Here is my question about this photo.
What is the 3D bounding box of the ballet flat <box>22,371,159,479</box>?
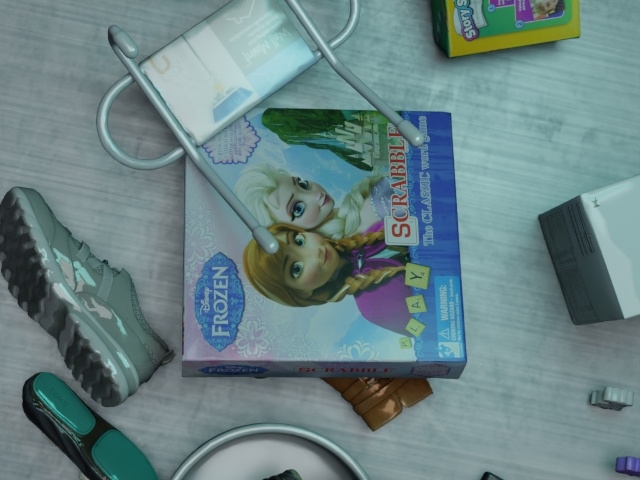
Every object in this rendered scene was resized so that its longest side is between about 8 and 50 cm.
[{"bbox_3d":[-0.268,0.236,1.682,0.203,0.074,0.074,44,83,1],"label":"ballet flat"}]

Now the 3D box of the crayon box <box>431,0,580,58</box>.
[{"bbox_3d":[0.210,-0.364,1.709,0.165,0.081,0.278,-9,116,-6],"label":"crayon box"}]

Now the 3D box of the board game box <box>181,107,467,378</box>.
[{"bbox_3d":[0.000,0.000,1.682,0.318,0.066,0.318,0,67,-5],"label":"board game box"}]

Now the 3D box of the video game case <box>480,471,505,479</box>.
[{"bbox_3d":[0.256,0.448,1.724,0.275,0.035,0.248,30,83,-1],"label":"video game case"}]

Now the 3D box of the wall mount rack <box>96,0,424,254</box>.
[{"bbox_3d":[-0.067,-0.166,1.632,0.350,0.130,0.304,-36,94,-8],"label":"wall mount rack"}]

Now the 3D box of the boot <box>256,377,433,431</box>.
[{"bbox_3d":[0.025,0.158,1.713,0.197,0.073,0.152,-27,92,-4],"label":"boot"}]

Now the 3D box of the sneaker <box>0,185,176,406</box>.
[{"bbox_3d":[-0.277,0.056,1.697,0.115,0.105,0.281,-27,82,-41],"label":"sneaker"}]

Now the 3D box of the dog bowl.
[{"bbox_3d":[-0.060,0.340,1.670,0.265,0.104,0.265,0,84,-5],"label":"dog bowl"}]

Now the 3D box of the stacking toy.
[{"bbox_3d":[0.413,0.279,1.738,0.221,0.052,0.167,14,73,-10],"label":"stacking toy"}]

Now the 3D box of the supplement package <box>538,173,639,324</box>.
[{"bbox_3d":[0.385,-0.001,1.692,0.194,0.203,0.149,-18,86,-6],"label":"supplement package"}]

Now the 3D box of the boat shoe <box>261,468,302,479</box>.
[{"bbox_3d":[-0.034,0.293,1.577,0.285,0.103,0.092,5,78,-8],"label":"boat shoe"}]
